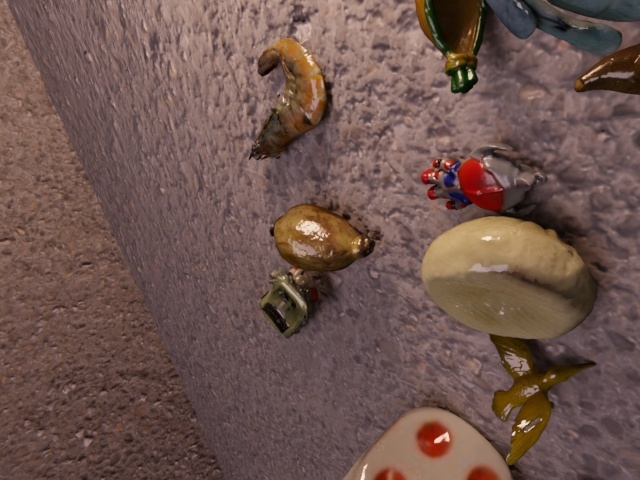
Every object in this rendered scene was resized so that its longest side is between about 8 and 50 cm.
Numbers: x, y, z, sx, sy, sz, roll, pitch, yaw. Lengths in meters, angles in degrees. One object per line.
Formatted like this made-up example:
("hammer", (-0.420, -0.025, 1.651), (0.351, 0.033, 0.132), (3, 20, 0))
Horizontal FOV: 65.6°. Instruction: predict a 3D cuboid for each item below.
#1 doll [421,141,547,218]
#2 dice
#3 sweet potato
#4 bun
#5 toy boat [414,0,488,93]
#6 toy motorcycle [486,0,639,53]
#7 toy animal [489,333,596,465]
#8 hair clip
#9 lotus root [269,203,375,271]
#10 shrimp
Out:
("doll", (0.215, -0.077, 0.667), (0.194, 0.062, 0.104), (6, 109, 59))
("dice", (0.188, 0.534, 0.958), (0.277, 0.304, 0.304), (41, 142, 26))
("sweet potato", (0.350, -0.172, 0.419), (0.249, 0.059, 0.069), (-22, 86, 52))
("bun", (0.248, 0.039, 0.666), (0.222, 0.128, 0.222), (19, 152, 11))
("toy boat", (0.154, -0.282, 0.543), (0.088, 0.088, 0.230), (-135, 41, -60))
("toy motorcycle", (0.210, -0.283, 0.405), (0.260, 0.206, 0.154), (57, -177, 3))
("toy animal", (0.324, 0.211, 0.738), (0.095, 0.155, 0.219), (59, -161, -47))
("hair clip", (-0.068, 0.141, 1.183), (0.138, 0.091, 0.321), (46, 157, 5))
("lotus root", (0.000, 0.000, 0.940), (0.213, 0.138, 0.139), (16, 129, 35))
("shrimp", (-0.088, -0.254, 0.932), (0.296, 0.058, 0.169), (-26, 87, 53))
